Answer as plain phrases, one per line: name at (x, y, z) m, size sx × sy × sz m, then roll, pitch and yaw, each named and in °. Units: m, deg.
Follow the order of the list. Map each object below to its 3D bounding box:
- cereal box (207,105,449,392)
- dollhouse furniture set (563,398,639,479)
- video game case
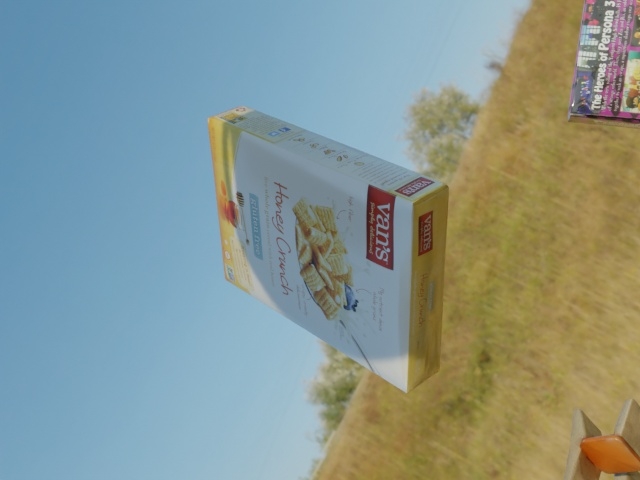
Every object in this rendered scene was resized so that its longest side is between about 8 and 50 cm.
cereal box at (0.000, 0.000, 0.706) m, size 0.047 × 0.240 × 0.173 m, roll -26°, pitch -54°, yaw -35°
dollhouse furniture set at (0.380, 0.242, 0.725) m, size 0.262 × 0.259 × 0.135 m, roll -24°, pitch 29°, yaw 43°
video game case at (0.328, -0.202, 0.700) m, size 0.042 × 0.210 × 0.232 m, roll 17°, pitch -99°, yaw -76°
